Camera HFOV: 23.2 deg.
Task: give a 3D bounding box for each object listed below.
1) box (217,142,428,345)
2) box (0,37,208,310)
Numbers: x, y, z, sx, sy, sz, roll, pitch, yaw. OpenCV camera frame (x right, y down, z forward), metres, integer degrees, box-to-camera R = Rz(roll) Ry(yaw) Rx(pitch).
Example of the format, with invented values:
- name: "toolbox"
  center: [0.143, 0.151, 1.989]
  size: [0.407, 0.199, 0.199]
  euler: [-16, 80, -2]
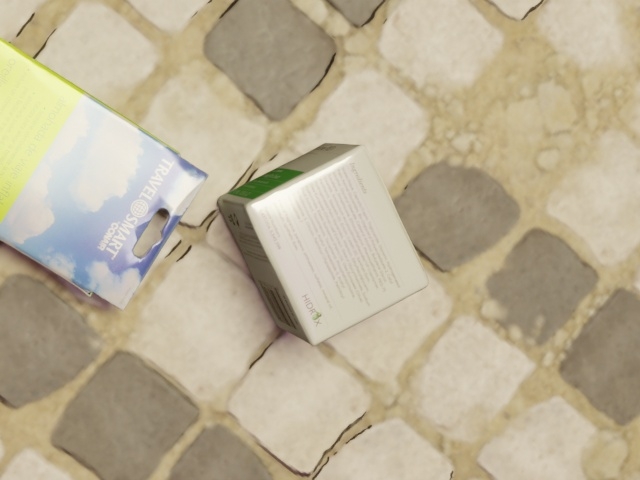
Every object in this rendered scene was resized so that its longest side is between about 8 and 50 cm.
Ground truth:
- name: "box"
  center: [0.000, 0.000, 0.992]
  size: [0.087, 0.101, 0.102]
  euler: [-27, 100, -11]
- name: "box"
  center: [-0.174, -0.046, 0.976]
  size: [0.178, 0.042, 0.109]
  euler: [33, 87, -14]
